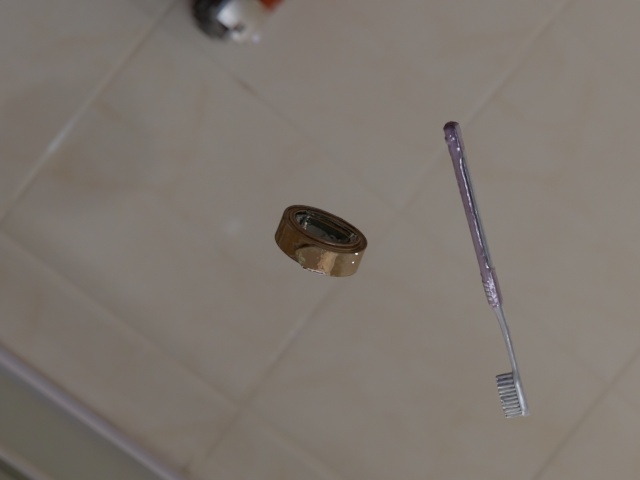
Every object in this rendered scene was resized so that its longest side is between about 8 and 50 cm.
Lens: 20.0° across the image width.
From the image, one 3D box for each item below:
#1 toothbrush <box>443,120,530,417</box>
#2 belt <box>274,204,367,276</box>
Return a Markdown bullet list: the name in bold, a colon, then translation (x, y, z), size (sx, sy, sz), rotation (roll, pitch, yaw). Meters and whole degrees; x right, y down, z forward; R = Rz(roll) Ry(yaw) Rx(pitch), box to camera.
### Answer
- **toothbrush**: translation (0.178, 0.038, 1.983), size (0.029, 0.354, 0.024), rotation (-13, -160, 8)
- **belt**: translation (0.000, 0.000, 1.658), size (0.059, 0.083, 0.036), rotation (-59, 173, -53)
